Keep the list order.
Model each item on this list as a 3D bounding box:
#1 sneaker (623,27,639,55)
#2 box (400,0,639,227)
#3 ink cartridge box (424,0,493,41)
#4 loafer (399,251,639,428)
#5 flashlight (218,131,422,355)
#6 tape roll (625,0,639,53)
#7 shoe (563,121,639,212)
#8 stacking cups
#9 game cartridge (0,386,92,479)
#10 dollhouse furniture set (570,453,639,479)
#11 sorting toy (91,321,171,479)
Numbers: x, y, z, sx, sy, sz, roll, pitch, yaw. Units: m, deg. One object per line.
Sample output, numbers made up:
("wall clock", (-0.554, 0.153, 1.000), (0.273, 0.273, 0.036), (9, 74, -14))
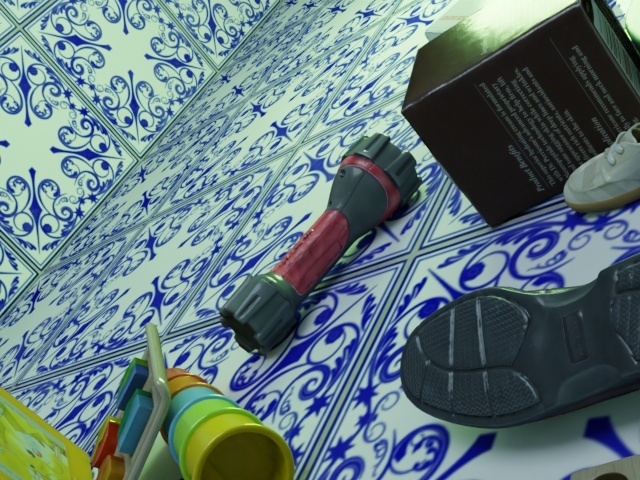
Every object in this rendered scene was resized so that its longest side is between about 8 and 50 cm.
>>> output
("sneaker", (0.311, -0.239, 1.075), (0.069, 0.084, 0.185), (-43, 20, -7))
("box", (0.219, -0.157, 0.944), (0.203, 0.168, 0.167), (-28, 24, 28))
("ink cartridge box", (0.280, -0.341, 1.331), (0.218, 0.092, 0.158), (-40, 20, -3))
("loafer", (0.188, 0.081, 0.657), (0.302, 0.095, 0.109), (-24, 55, 47))
("flashlight", (0.000, 0.000, 1.108), (0.304, 0.103, 0.103), (-48, 24, -22))
("tape roll", (0.460, -0.262, 0.872), (0.321, 0.077, 0.321), (-34, 21, 15))
("shoe", (0.312, -0.097, 0.814), (0.219, 0.058, 0.077), (-30, 23, 27))
("stacking cups", (-0.116, 0.192, 0.945), (0.096, 0.096, 0.316), (-44, 17, -9))
("game cartridge", (-0.384, 0.216, 1.015), (0.052, 0.324, 0.285), (-45, 21, -5))
("dollhouse furniture set", (0.184, 0.119, 0.496), (0.151, 0.123, 0.144), (-27, 24, 32))
("sorting toy", (-0.215, 0.212, 0.995), (0.193, 0.038, 0.208), (-133, 62, -70))
